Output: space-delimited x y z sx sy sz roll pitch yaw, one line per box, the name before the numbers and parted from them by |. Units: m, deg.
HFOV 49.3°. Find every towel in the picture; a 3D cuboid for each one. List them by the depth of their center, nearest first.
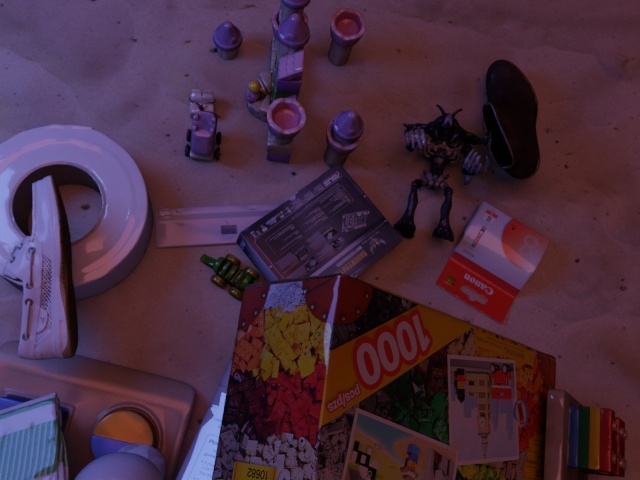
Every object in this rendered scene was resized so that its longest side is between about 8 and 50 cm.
towel | -0.448 0.383 0.924 0.248 0.038 0.324 -16 55 -7

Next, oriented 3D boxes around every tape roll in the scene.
tape roll | -0.425 -0.047 1.159 0.287 0.100 0.285 2 73 -7

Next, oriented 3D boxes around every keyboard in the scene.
keyboard | -0.163 -0.028 1.238 0.256 0.014 0.072 -3 79 -9

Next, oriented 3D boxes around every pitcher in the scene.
pitcher | -0.269 0.369 0.927 0.126 0.207 0.177 11 79 -5

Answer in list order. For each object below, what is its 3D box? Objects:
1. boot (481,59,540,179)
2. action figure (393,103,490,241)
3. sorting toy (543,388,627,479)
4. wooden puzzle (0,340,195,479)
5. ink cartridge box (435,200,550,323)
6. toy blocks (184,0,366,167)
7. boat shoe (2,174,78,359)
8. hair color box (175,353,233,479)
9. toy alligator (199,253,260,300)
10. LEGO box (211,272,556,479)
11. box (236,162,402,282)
boot | 0.338 -0.235 1.270 0.090 0.207 0.248 -18 80 27
action figure | 0.219 -0.140 1.259 0.164 0.141 0.275 13 75 -1
sorting toy | 0.413 0.377 1.069 0.090 0.257 0.255 -1 70 29
wooden puzzle | -0.389 0.349 1.057 0.323 0.080 0.347 15 72 -3
ink cartridge box | 0.314 0.037 1.269 0.146 0.045 0.179 32 69 2
toy blocks | -0.072 -0.297 1.198 0.309 0.260 0.288 4 74 -7
boat shoe | -0.420 0.039 1.030 0.096 0.098 0.276 -5 79 -11
hair color box | -0.088 0.307 1.039 0.174 0.105 0.347 11 60 21
toy alligator | -0.124 0.075 1.190 0.190 0.051 0.056 34 72 3
LEGO box | 0.109 0.293 0.958 0.500 0.193 0.372 22 68 -40
box | 0.000 0.000 1.217 0.231 0.056 0.183 -38 85 -20
